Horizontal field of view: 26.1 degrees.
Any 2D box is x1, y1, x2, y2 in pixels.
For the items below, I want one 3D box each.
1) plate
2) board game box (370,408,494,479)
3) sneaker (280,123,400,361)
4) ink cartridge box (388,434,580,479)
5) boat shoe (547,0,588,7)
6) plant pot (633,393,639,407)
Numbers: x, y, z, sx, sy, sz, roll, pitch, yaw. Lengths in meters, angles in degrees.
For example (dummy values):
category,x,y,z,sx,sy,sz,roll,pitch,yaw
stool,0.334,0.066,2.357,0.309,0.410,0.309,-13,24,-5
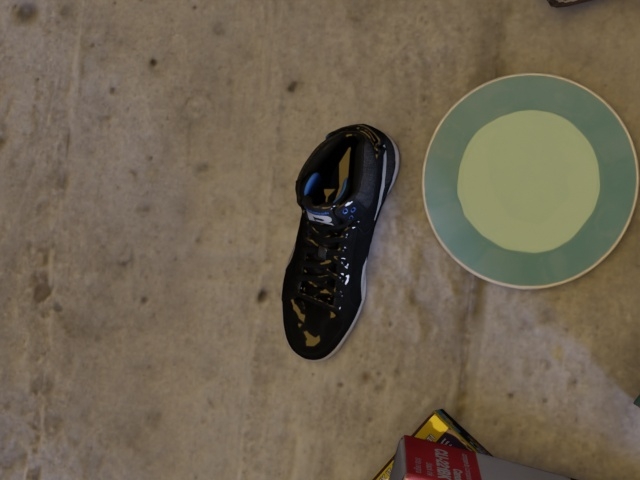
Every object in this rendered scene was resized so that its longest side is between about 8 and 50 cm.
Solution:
category,x,y,z,sx,sy,sz,roll,pitch,yaw
plate,0.181,-0.051,1.195,0.188,0.024,0.188,-1,88,16
board game box,0.097,0.255,1.191,0.141,0.048,0.170,43,98,15
sneaker,0.000,0.000,1.192,0.079,0.121,0.217,17,92,17
ink cartridge box,0.172,0.292,1.092,0.273,0.114,0.197,14,98,-1
boat shoe,0.328,-0.253,1.118,0.324,0.116,0.096,-19,79,8
plant pot,0.380,0.082,1.068,0.165,0.166,0.234,36,92,14
